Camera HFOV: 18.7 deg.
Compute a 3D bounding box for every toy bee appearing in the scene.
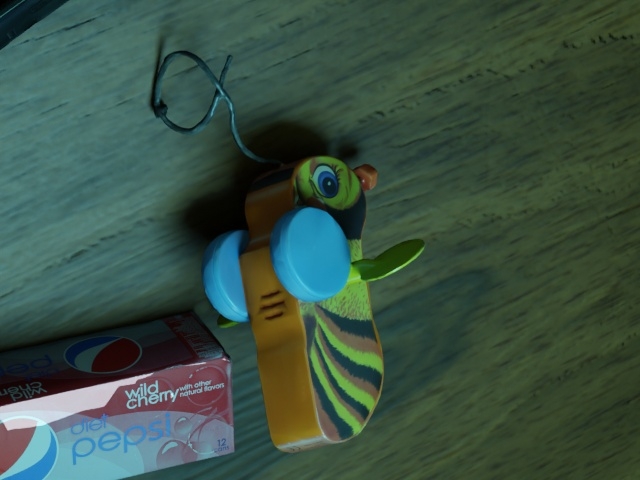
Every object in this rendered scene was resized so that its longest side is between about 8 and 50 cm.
[{"bbox_3d":[0.000,0.000,1.468,0.162,0.195,0.298,-16,110,-48],"label":"toy bee"}]

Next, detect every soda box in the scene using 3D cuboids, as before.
[{"bbox_3d":[-0.200,0.134,1.469,0.263,0.083,0.092,-11,117,-22],"label":"soda box"}]

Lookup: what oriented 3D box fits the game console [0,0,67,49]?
[{"bbox_3d":[-0.156,-0.255,1.342,0.361,0.044,0.213,-37,122,-9],"label":"game console"}]
